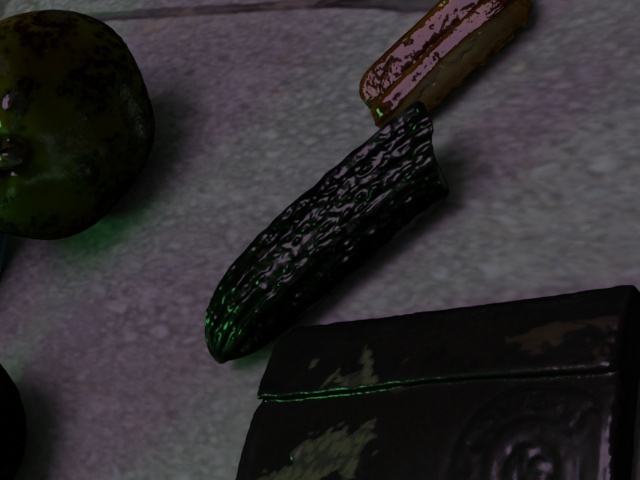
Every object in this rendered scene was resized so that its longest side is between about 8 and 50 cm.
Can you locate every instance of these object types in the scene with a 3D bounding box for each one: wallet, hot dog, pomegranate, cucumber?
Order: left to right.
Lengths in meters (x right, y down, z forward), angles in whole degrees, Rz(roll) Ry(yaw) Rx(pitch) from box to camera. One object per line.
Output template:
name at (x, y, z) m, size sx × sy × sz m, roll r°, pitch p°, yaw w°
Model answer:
pomegranate at (-0.274, -0.138, 1.289) m, size 0.221 × 0.204 × 0.277 m, roll -14°, pitch 54°, yaw 7°
cucumber at (0.000, -0.001, 1.049) m, size 0.265 × 0.077 × 0.077 m, roll -39°, pitch 44°, yaw 15°
wallet at (0.070, 0.123, 0.926) m, size 0.321 × 0.044 × 0.171 m, roll -9°, pitch 60°, yaw 39°
hot dog at (0.101, -0.156, 1.080) m, size 0.165 × 0.045 × 0.071 m, roll -42°, pitch 41°, yaw 14°

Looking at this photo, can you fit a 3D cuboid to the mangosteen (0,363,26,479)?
mangosteen at (-0.361, 0.171, 1.182) m, size 0.209 × 0.210 × 0.210 m, roll -23°, pitch 50°, yaw 31°

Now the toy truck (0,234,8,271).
toy truck at (-0.442, 0.058, 1.356) m, size 0.155 × 0.156 × 0.279 m, roll 17°, pitch 77°, yaw 47°
